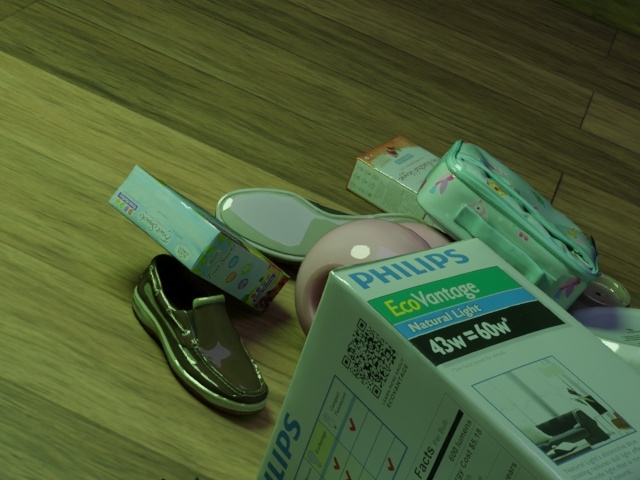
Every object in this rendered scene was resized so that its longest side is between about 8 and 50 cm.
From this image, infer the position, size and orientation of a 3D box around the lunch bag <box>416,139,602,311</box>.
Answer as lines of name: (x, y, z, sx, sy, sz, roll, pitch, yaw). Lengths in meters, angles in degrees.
lunch bag: (0.269, -0.017, 1.933, 0.279, 0.108, 0.224, 39, 14, 1)

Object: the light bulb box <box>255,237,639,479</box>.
light bulb box: (0.148, 0.249, 1.423, 0.225, 0.358, 0.361, -12, 43, -40)

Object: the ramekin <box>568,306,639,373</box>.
ramekin: (0.430, 0.178, 1.878, 0.273, 0.127, 0.273, 6, 12, -1)

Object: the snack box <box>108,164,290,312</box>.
snack box: (-0.159, 0.000, 1.841, 0.174, 0.070, 0.207, 37, -1, 31)

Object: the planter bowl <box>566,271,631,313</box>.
planter bowl: (0.400, 0.112, 2.076, 0.162, 0.109, 0.162, 16, 29, -9)

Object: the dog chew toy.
dog chew toy: (0.111, 0.065, 1.892, 0.207, 0.206, 0.332, 36, 24, 24)

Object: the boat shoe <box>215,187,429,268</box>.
boat shoe: (0.000, 0.000, 2.045, 0.335, 0.095, 0.112, 8, 67, -15)

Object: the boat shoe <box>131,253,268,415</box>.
boat shoe: (-0.151, 0.111, 1.732, 0.095, 0.095, 0.257, -11, 43, -44)

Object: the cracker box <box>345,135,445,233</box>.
cracker box: (0.181, -0.078, 2.294, 0.232, 0.067, 0.156, 32, 31, 18)

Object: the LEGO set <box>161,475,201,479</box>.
LEGO set: (-0.151, 0.286, 1.521, 0.083, 0.023, 0.054, 9, 31, -47)
